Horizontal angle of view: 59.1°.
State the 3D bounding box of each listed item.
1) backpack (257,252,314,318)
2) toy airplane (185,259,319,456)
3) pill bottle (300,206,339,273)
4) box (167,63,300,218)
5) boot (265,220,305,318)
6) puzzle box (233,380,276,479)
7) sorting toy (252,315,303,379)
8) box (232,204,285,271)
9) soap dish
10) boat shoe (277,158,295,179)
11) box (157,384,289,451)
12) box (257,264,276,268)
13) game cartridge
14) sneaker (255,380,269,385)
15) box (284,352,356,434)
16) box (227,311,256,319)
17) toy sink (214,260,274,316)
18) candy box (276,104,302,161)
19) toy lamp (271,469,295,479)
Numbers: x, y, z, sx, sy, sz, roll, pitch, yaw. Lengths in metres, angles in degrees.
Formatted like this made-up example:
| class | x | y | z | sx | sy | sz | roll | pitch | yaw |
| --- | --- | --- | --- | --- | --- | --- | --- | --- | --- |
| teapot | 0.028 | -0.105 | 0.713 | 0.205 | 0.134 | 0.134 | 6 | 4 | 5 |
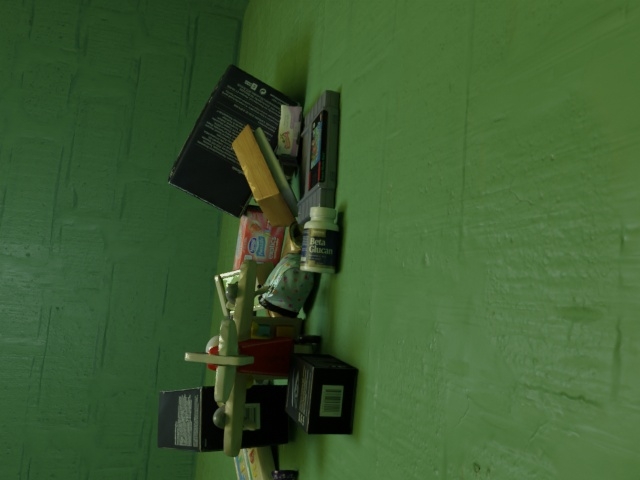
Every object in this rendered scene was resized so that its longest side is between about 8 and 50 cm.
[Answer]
| class | x | y | z | sx | sy | sz | roll | pitch | yaw |
| --- | --- | --- | --- | --- | --- | --- | --- | --- | --- |
| backpack | -0.087 | 0.131 | 1.659 | 0.182 | 0.152 | 0.115 | -61 | 22 | 18 |
| toy airplane | -0.211 | 0.302 | 1.477 | 0.386 | 0.272 | 0.384 | -52 | -50 | -41 |
| pill bottle | 0.000 | 0.000 | 1.487 | 0.094 | 0.094 | 0.169 | 172 | 104 | -72 |
| box | -0.354 | -0.370 | 2.180 | 0.471 | 0.297 | 0.480 | -64 | 17 | 0 |
| boot | -0.103 | 0.111 | 1.788 | 0.236 | 0.089 | 0.269 | -103 | 27 | -46 |
| puzzle box | -0.246 | 0.697 | 1.941 | 0.272 | 0.052 | 0.409 | -61 | 38 | 44 |
| sorting toy | -0.151 | 0.321 | 1.668 | 0.038 | 0.208 | 0.193 | 19 | 101 | 60 |
| box | -0.236 | 0.026 | 2.130 | 0.142 | 0.154 | 0.299 | -135 | 53 | -68 |
| soap dish | -0.173 | -0.198 | 1.827 | 0.229 | 0.118 | 0.290 | 63 | -179 | -63 |
| boat shoe | -0.110 | -0.312 | 2.012 | 0.072 | 0.068 | 0.190 | -28 | 56 | 55 |
| box | -0.295 | 0.535 | 1.710 | 0.294 | 0.296 | 0.182 | -20 | 66 | 49 |
| box | -0.219 | 0.170 | 2.083 | 0.029 | 0.116 | 0.162 | -133 | 52 | -70 |
| game cartridge | -0.011 | -0.240 | 1.678 | 0.230 | 0.068 | 0.355 | 140 | 134 | -71 |
| sneaker | -0.257 | 0.488 | 2.114 | 0.232 | 0.090 | 0.115 | -114 | 26 | -47 |
| box | -0.004 | 0.358 | 1.342 | 0.207 | 0.108 | 0.153 | 178 | 98 | -73 |
| box | -0.346 | 0.428 | 2.420 | 0.184 | 0.103 | 0.261 | 140 | 134 | -62 |
| toy sink | -0.277 | 0.176 | 1.985 | 0.234 | 0.131 | 0.152 | -13 | 90 | 28 |
| candy box | -0.099 | -0.345 | 1.883 | 0.196 | 0.070 | 0.164 | 80 | -164 | -88 |
| toy lamp | -0.102 | 0.778 | 1.546 | 0.080 | 0.080 | 0.274 | 124 | 147 | -56 |
